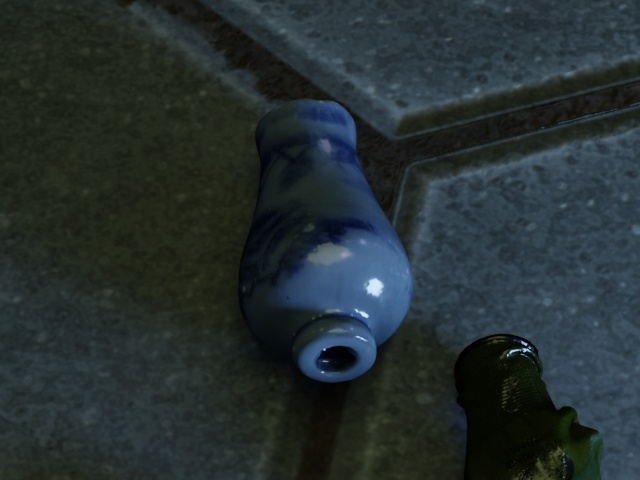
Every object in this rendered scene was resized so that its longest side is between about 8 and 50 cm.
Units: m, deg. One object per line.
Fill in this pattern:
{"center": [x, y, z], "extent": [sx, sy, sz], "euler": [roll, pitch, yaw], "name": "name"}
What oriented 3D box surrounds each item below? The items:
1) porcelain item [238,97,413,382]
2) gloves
{"center": [0.000, 0.000, 1.647], "extent": [0.141, 0.141, 0.259], "euler": [-1, 47, -5], "name": "porcelain item"}
{"center": [0.163, 0.196, 1.543], "extent": [0.135, 0.107, 0.268], "euler": [-27, 59, 15], "name": "gloves"}
